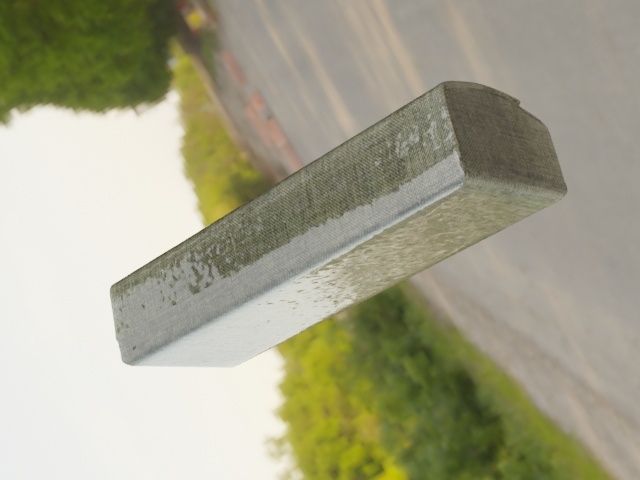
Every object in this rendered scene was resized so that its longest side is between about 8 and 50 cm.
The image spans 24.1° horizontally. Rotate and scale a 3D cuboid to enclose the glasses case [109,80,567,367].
[{"bbox_3d":[0.000,0.000,0.637,0.071,0.205,0.047,7,-119,-46],"label":"glasses case"}]
